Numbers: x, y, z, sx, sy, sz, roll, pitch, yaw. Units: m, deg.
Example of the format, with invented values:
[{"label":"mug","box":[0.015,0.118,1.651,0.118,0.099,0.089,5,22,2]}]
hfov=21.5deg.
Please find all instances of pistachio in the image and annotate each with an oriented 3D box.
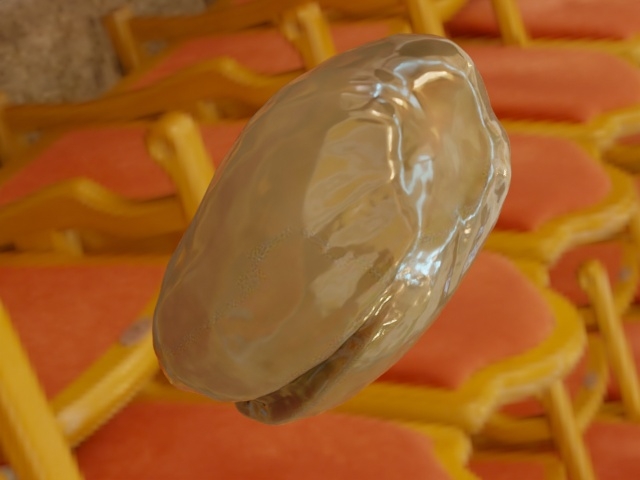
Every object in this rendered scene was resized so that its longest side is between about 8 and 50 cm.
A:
[{"label":"pistachio","box":[0.000,0.000,0.775,0.136,0.226,0.136,26,35,-20]}]
